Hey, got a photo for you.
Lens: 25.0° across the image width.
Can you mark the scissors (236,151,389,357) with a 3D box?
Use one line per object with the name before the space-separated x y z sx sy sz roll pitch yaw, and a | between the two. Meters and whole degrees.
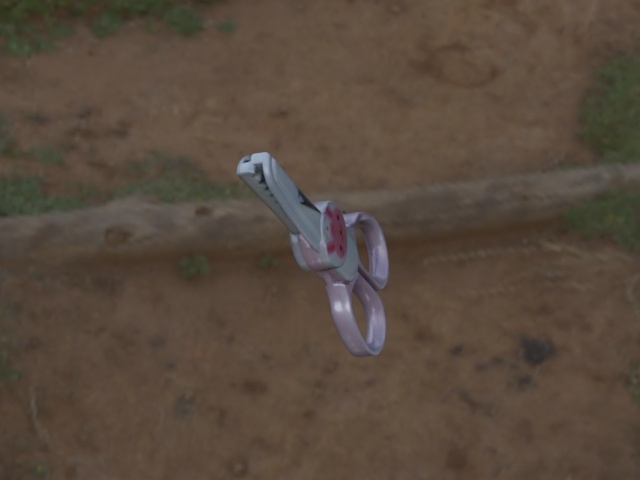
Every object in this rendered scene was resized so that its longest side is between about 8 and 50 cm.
scissors | 0.000 0.000 1.087 0.030 0.242 0.118 -8 62 22
